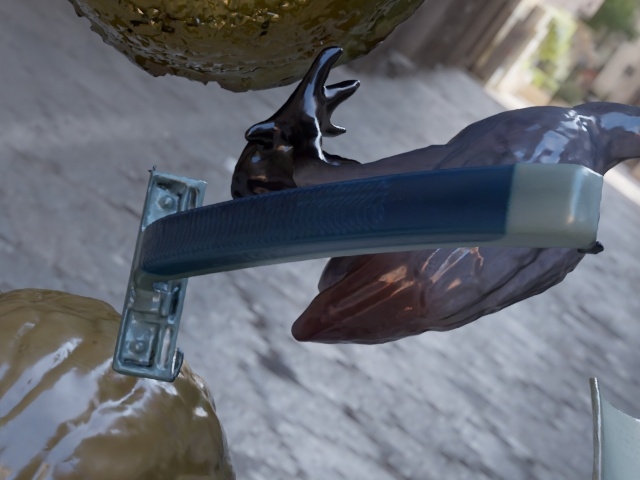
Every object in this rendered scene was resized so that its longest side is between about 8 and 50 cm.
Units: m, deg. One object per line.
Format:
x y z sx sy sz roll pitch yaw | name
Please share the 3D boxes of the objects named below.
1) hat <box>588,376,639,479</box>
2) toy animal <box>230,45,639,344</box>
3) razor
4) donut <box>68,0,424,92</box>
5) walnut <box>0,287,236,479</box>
0.234 0.239 1.199 0.258 0.168 0.301 27 32 -21 | hat
0.101 -0.029 0.852 0.090 0.324 0.195 71 22 -47 | toy animal
-0.003 -0.001 0.464 0.037 0.068 0.191 19 -18 -35 | razor
-0.052 -0.225 1.026 0.272 0.272 0.107 38 0 10 | donut
-0.146 0.120 0.754 0.228 0.228 0.228 35 8 -6 | walnut
